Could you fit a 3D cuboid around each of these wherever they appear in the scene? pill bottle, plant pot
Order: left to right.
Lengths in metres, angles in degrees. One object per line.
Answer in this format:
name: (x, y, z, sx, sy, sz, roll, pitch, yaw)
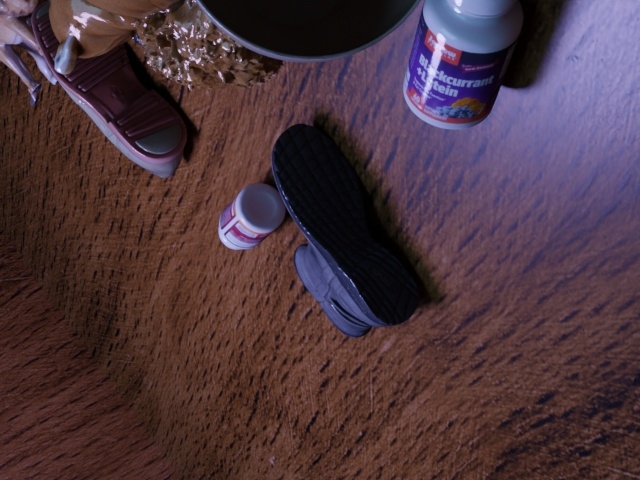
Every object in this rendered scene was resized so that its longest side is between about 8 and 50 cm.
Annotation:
pill bottle: (-0.120, -0.035, 1.974, 0.086, 0.086, 0.152, 56, 154, 1)
plant pot: (-0.023, -0.327, 1.315, 0.284, 0.284, 0.191, 58, 174, -2)
pill bottle: (0.157, -0.219, 1.268, 0.108, 0.108, 0.193, 46, 152, 22)

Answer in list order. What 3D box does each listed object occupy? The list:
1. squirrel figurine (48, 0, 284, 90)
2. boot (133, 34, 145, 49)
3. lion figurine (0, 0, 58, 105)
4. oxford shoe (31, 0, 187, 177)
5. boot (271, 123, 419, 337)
squirrel figurine: (-0.230, -0.336, 1.574, 0.397, 0.281, 0.370, 45, 139, -1)
boot: (-0.325, -0.416, 1.892, 0.178, 0.085, 0.236, 30, 147, 36)
lion figurine: (-0.603, -0.430, 2.290, 0.240, 0.142, 0.392, 42, 146, -1)
oxford shoe: (-0.393, -0.268, 2.133, 0.397, 0.140, 0.146, 53, 161, 14)
boot: (0.000, 0.000, 1.785, 0.338, 0.118, 0.223, 63, 159, -2)
